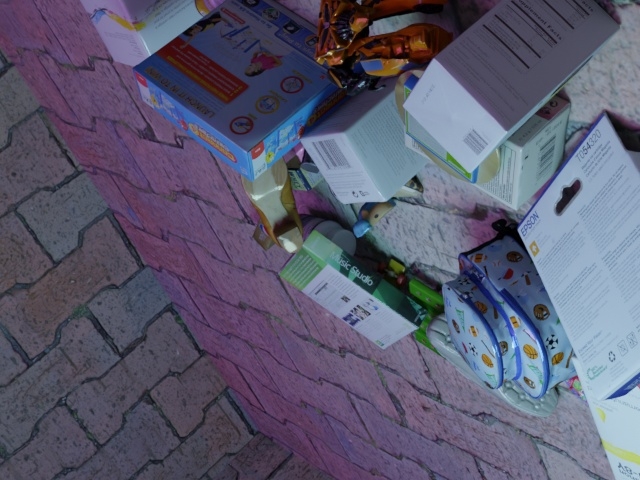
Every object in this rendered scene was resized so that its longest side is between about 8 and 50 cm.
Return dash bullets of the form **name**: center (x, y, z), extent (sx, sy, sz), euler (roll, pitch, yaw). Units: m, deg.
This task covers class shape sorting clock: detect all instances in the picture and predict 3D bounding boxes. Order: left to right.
- **shape sorting clock**: center (0.189, -0.170, 1.426), extent (0.206, 0.040, 0.206), euler (44, 164, 15)

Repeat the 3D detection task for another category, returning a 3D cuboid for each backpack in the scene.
- **backpack**: center (0.355, 0.148, 1.727), extent (0.263, 0.213, 0.276), euler (41, 160, 44)

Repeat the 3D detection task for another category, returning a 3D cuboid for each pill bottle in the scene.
- **pill bottle**: center (-0.203, -0.485, 1.915), extent (0.065, 0.065, 0.116), euler (55, 156, -17)
- **pill bottle**: center (0.000, 0.000, 2.295), extent (0.180, 0.108, 0.108), euler (17, 143, 51)

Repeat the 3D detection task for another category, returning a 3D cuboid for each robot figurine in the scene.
- **robot figurine**: center (0.092, -0.340, 1.490), extent (0.085, 0.211, 0.291), euler (8, 176, -39)

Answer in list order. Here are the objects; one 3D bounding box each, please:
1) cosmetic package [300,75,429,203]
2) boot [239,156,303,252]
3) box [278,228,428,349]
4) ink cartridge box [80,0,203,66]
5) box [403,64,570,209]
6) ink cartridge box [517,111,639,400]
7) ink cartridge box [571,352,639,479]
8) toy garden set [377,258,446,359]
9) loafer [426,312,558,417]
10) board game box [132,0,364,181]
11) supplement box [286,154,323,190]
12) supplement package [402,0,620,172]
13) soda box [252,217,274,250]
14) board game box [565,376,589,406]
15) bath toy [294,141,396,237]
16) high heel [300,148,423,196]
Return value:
- **cosmetic package**: center (0.098, -0.179, 1.719), extent (0.151, 0.184, 0.151), euler (56, 156, -19)
- **boot**: center (-0.118, -0.115, 2.113), extent (0.211, 0.104, 0.295), euler (-128, 17, -73)
- **box**: center (0.069, 0.119, 2.222), extent (0.322, 0.058, 0.232), euler (35, 155, -4)
- **ink cartridge box**: center (-0.371, -0.521, 1.984), extent (0.197, 0.198, 0.270), euler (21, 146, 46)
- **box**: center (0.256, -0.181, 1.507), extent (0.232, 0.127, 0.148), euler (35, 154, 29)
- **ink cartridge box**: center (0.448, 0.029, 1.446), extent (0.324, 0.072, 0.330), euler (114, 143, -56)
- **ink cartridge box**: center (0.624, 0.321, 1.626), extent (0.279, 0.160, 0.384), euler (19, 145, 49)
- **toy garden set**: center (0.232, 0.153, 2.213), extent (0.204, 0.049, 0.244), euler (32, 154, 29)
- **loafer**: center (0.369, 0.267, 2.068), extent (0.319, 0.112, 0.111), euler (38, 170, 4)
- **board game box**: center (-0.131, -0.301, 1.777), extent (0.308, 0.302, 0.086), euler (38, 156, 24)
- **supplement box**: center (-0.031, -0.158, 2.120), extent (0.083, 0.083, 0.056), euler (9, 136, 57)
- **supplement package**: center (0.253, -0.231, 1.274), extent (0.134, 0.244, 0.139), euler (46, 159, 5)
- **soda box**: center (-0.129, -0.037, 2.526), extent (0.058, 0.061, 0.181), euler (44, 158, 6)
- **board game box**: center (0.541, 0.305, 1.919), extent (0.133, 0.033, 0.169), euler (53, 157, -14)
- **bath toy**: center (0.005, -0.171, 1.978), extent (0.348, 0.129, 0.151), euler (49, 158, -2)
- **high heel**: center (0.096, -0.194, 1.879), extent (0.261, 0.186, 0.093), euler (17, 158, -17)
